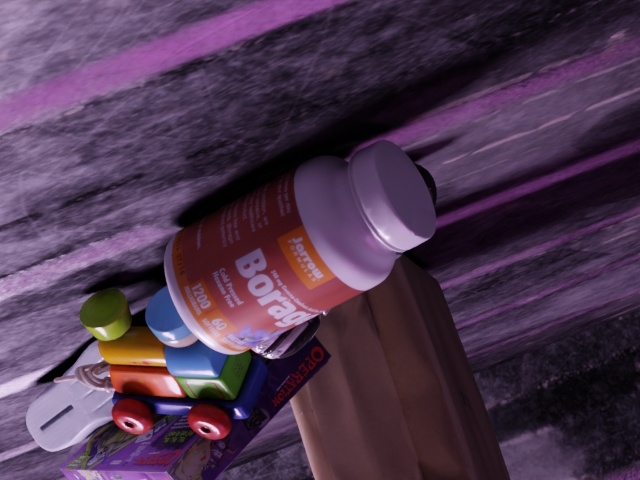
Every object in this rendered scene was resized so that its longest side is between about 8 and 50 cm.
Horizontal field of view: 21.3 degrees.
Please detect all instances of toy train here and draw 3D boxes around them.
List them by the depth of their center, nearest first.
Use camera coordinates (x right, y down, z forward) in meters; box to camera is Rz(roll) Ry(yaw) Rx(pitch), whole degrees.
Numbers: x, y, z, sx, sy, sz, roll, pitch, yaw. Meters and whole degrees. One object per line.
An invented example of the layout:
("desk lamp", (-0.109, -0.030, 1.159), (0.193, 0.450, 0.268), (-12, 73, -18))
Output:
("toy train", (-0.187, 0.102, 1.611), (0.248, 0.105, 0.143), (1, 140, 29))

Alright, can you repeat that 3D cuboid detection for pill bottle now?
("pill bottle", (-0.016, 0.003, 1.436), (0.216, 0.121, 0.121), (-28, 166, 26))

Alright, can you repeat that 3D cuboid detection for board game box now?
("board game box", (-0.139, 0.184, 1.781), (0.208, 0.056, 0.347), (-41, -169, -23))

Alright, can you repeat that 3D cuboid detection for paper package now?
("paper package", (0.081, 0.182, 1.913), (0.168, 0.309, 0.325), (-20, 167, 10))

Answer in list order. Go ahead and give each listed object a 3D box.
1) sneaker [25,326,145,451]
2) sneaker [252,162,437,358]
("sneaker", (-0.218, 0.145, 1.818), (0.258, 0.094, 0.091), (-27, -175, 42))
("sneaker", (0.000, 0.000, 1.592), (0.229, 0.086, 0.132), (-43, -157, -1))
